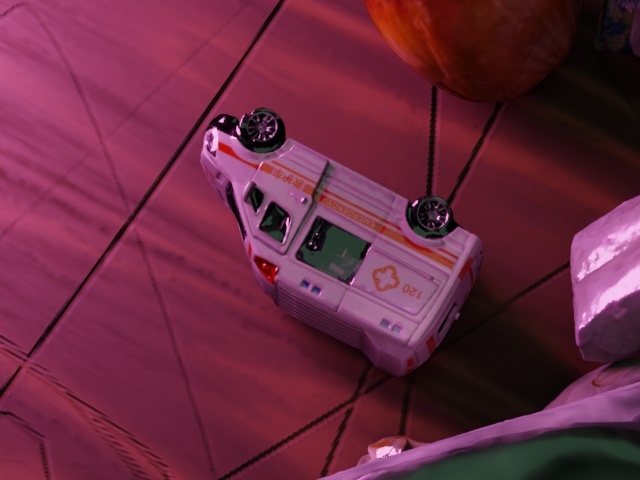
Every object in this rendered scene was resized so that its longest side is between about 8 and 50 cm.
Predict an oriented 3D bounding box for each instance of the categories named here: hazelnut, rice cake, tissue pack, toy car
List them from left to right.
[{"bbox_3d":[0.000,0.000,1.247,0.210,0.089,0.108,28,76,9],"label":"toy car"},{"bbox_3d":[0.110,-0.173,1.304,0.150,0.150,0.150,0,67,1],"label":"hazelnut"},{"bbox_3d":[0.237,-0.163,1.299,0.085,0.111,0.079,10,68,6],"label":"tissue pack"},{"bbox_3d":[0.276,-0.031,1.174,0.298,0.050,0.106,-35,27,26],"label":"rice cake"}]

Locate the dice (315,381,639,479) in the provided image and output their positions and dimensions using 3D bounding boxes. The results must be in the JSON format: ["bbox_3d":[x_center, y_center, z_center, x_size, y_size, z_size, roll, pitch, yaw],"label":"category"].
[{"bbox_3d":[0.098,0.264,0.964,0.330,0.348,0.328,-17,82,-5],"label":"dice"}]

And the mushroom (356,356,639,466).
[{"bbox_3d":[0.128,0.142,1.191,0.223,0.081,0.092,-19,71,-6],"label":"mushroom"}]
